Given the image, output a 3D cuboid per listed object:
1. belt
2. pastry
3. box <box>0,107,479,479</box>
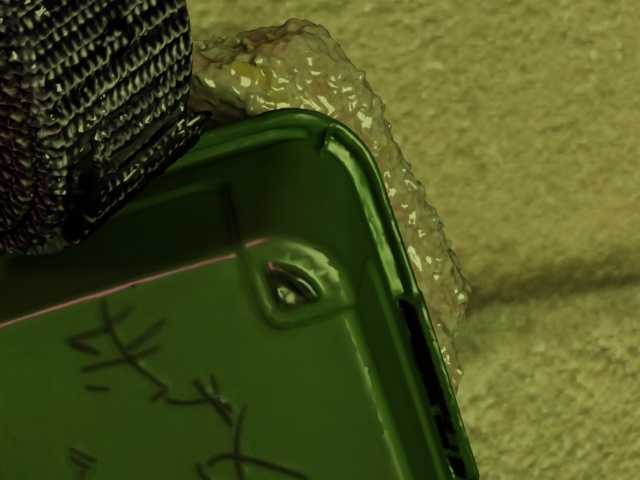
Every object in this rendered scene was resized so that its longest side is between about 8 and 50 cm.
[{"bbox_3d":[-0.188,-0.143,0.777,0.122,0.260,0.325,-43,113,-28],"label":"belt"},{"bbox_3d":[0.010,-0.004,0.999,0.112,0.103,0.265,-34,107,-33],"label":"pastry"},{"bbox_3d":[-0.049,0.128,0.881,0.253,0.178,0.328,-19,106,2],"label":"box"}]
